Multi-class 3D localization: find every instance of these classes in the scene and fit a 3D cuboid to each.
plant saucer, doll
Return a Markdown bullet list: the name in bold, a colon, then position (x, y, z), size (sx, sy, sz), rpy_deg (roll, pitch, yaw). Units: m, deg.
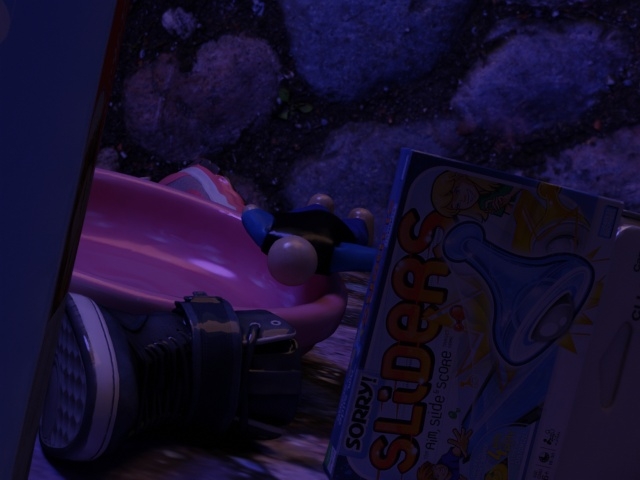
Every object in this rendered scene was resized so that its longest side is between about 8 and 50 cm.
- **plant saucer**: position (-0.146, 0.027, 0.996), size (0.332, 0.084, 0.332), rpy_deg (16, 13, -4)
- **doll**: position (0.000, 0.000, 1.012), size (0.129, 0.046, 0.189), rpy_deg (19, 13, 10)

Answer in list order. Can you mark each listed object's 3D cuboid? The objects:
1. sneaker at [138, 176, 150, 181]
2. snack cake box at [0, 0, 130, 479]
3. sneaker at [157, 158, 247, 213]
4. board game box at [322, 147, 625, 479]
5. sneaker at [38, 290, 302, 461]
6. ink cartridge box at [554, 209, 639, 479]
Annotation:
- **sneaker**: position (-0.220, -0.019, 1.529), size (0.105, 0.115, 0.281), rpy_deg (11, 4, -39)
- **snack cake box**: position (-0.131, -0.011, 0.464), size (0.089, 0.264, 0.152), rpy_deg (12, 3, -7)
- **sneaker**: position (-0.122, 0.012, 1.238), size (0.136, 0.116, 0.314), rpy_deg (-27, 28, -20)
- **board game box**: position (0.091, 0.057, 0.774), size (0.136, 0.201, 0.035), rpy_deg (13, 3, -9)
- **sneaker**: position (-0.079, 0.078, 0.733), size (0.163, 0.086, 0.226), rpy_deg (10, 3, -16)
- **ink cartridge box**: position (0.160, 0.064, 0.965), size (0.114, 0.197, 0.273), rpy_deg (12, 4, -25)
